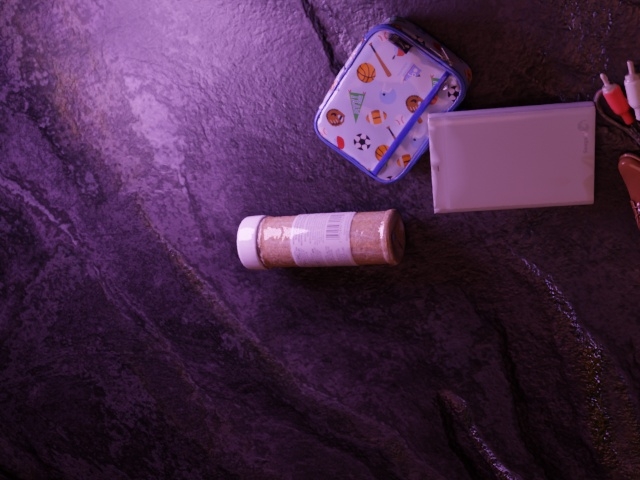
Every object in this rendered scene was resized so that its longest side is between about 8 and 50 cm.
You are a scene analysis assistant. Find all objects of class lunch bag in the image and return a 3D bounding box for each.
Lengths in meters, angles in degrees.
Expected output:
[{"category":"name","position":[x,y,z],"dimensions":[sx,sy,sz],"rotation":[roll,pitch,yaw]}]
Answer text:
[{"category":"lunch bag","position":[0.149,-0.276,1.870],"dimensions":[0.243,0.115,0.303],"rotation":[38,121,2]}]

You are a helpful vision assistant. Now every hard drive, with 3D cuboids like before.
[{"category":"hard drive","position":[0.367,-0.156,1.814],"dimensions":[0.307,0.040,0.203],"rotation":[-3,118,9]}]

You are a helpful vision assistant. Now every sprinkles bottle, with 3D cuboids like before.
[{"category":"sprinkles bottle","position":[0.000,0.000,2.037],"dimensions":[0.355,0.121,0.121],"rotation":[-2,110,23]}]

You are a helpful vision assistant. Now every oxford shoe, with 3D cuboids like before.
[{"category":"oxford shoe","position":[0.616,-0.066,1.771],"dimensions":[0.212,0.076,0.076],"rotation":[58,154,-5]}]

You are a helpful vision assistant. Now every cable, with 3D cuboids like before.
[{"category":"cable","position":[0.596,-0.195,1.739],"dimensions":[0.139,0.072,0.287],"rotation":[-17,104,30]}]
